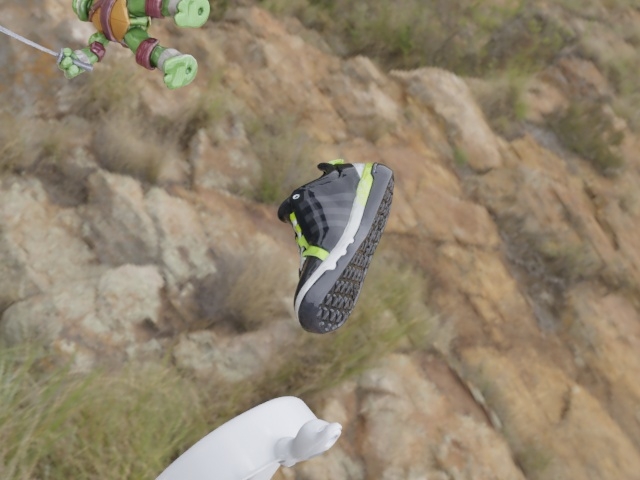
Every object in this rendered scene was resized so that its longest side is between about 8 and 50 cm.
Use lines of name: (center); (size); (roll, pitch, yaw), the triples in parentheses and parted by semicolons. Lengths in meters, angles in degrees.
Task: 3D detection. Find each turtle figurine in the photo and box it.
turtle figurine: (-0.315, -0.328, 1.506); (0.266, 0.197, 0.274); (23, -14, 29)

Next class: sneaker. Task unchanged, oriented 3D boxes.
sneaker: (0.000, 0.000, 0.993); (0.097, 0.084, 0.234); (13, 39, 12)

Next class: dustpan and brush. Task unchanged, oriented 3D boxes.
dustpan and brush: (-0.037, 0.147, 0.717); (0.147, 0.211, 0.060); (-23, 70, -31)
